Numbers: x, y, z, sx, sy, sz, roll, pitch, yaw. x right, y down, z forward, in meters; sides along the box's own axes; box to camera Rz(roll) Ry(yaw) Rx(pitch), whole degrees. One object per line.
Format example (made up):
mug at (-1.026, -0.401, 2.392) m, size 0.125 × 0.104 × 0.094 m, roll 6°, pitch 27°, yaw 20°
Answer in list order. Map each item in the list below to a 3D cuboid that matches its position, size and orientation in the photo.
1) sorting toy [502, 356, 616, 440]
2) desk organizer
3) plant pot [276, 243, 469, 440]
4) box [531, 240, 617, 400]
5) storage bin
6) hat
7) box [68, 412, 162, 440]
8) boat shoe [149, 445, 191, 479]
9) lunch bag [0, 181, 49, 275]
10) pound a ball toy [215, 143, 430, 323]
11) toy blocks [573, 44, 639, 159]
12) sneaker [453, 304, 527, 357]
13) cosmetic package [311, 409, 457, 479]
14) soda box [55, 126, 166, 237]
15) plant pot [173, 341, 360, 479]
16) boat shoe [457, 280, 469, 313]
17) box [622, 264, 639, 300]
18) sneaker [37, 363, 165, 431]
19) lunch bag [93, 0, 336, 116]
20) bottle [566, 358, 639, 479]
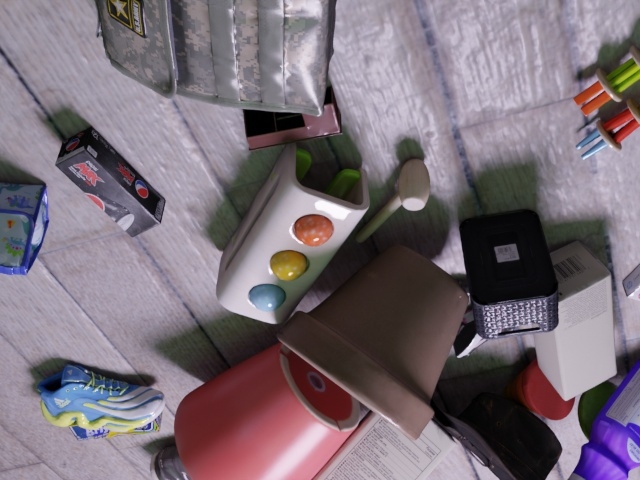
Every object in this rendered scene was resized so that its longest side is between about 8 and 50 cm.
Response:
sorting toy at (0.488, 0.334, 1.642) m, size 0.366 × 0.127 × 0.126 m, roll 29°, pitch 152°, yaw -24°
desk organizer at (-0.040, -0.165, 1.151) m, size 0.130 × 0.047 × 0.050 m, roll -10°, pitch 132°, yaw 9°
plant pot at (0.101, 0.135, 1.302) m, size 0.263 × 0.263 × 0.229 m, roll 41°, pitch 81°, yaw -34°
box at (0.416, 0.138, 1.410) m, size 0.113 × 0.094 × 0.275 m, roll -26°, pitch 134°, yaw -6°
storage bin at (0.281, 0.049, 1.276) m, size 0.122 × 0.180 × 0.084 m, roll -9°, pitch 135°, yaw 8°
hat at (0.356, 0.377, 1.596) m, size 0.134 × 0.331 × 0.331 m, roll -44°, pitch 130°, yaw -10°
box at (-0.395, 0.342, 1.648) m, size 0.169 × 0.059 × 0.054 m, roll -8°, pitch 133°, yaw 7°
boat shoe at (-0.220, 0.541, 1.816) m, size 0.095 × 0.112 × 0.335 m, roll -25°, pitch 127°, yaw 28°
lunch bag at (-0.469, -0.015, 1.222) m, size 0.129 × 0.151 × 0.096 m, roll 6°, pitch 135°, yaw -6°
pound a ball toy at (0.000, 0.000, 1.256) m, size 0.208 × 0.135 × 0.319 m, roll 19°, pitch 132°, yaw -19°
toy blocks at (0.390, -0.176, 1.141) m, size 0.123 × 0.054 × 0.148 m, roll 31°, pitch 127°, yaw -29°
sneaker at (0.293, 0.144, 1.453) m, size 0.077 × 0.072 × 0.178 m, roll 17°, pitch 134°, yaw -20°
cosmetic package at (0.093, 0.422, 1.560) m, size 0.153 × 0.129 × 0.296 m, roll 43°, pitch 90°, yaw 6°
soda box at (-0.300, -0.081, 1.226) m, size 0.060 × 0.053 × 0.169 m, roll -23°, pitch 131°, yaw 21°
plant pot at (-0.081, 0.315, 1.501) m, size 0.275 × 0.275 × 0.243 m, roll 34°, pitch 116°, yaw -30°
boat shoe at (0.229, 0.118, 1.444) m, size 0.038 × 0.046 × 0.125 m, roll 5°, pitch 127°, yaw 1°
box at (0.607, 0.041, 1.375) m, size 0.145 × 0.038 × 0.186 m, roll 16°, pitch 132°, yaw -16°
sneaker at (-0.414, 0.288, 1.572) m, size 0.240 × 0.091 × 0.126 m, roll -7°, pitch 134°, yaw 8°
lunch bag at (-0.126, -0.281, 0.952) m, size 0.287 × 0.169 × 0.235 m, roll 7°, pitch 139°, yaw 3°
bottle at (0.551, 0.344, 1.533) m, size 0.283 × 0.092 × 0.118 m, roll -49°, pitch 115°, yaw -12°
